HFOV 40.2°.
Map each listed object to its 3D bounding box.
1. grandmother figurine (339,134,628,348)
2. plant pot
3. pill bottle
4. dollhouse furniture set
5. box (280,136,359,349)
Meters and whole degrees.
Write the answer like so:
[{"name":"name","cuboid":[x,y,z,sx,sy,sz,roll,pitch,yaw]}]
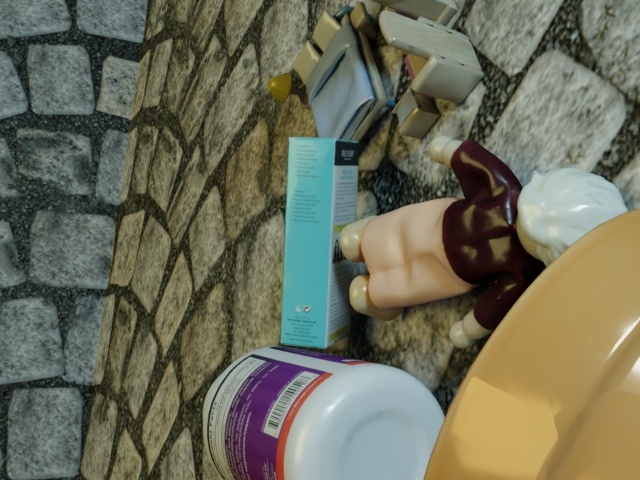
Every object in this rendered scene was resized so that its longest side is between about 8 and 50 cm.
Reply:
[{"name":"grandmother figurine","cuboid":[0.147,-0.003,0.853,0.342,0.104,0.208,-13,95,57]},{"name":"plant pot","cuboid":[0.222,0.150,0.470,0.203,0.290,0.291,30,106,45]},{"name":"pill bottle","cuboid":[-0.015,0.213,0.963,0.323,0.181,0.182,-3,76,62]},{"name":"dollhouse furniture set","cuboid":[0.004,-0.217,1.093,0.303,0.198,0.286,-52,36,40]},{"name":"box","cuboid":[0.000,0.000,1.052,0.060,0.100,0.244,4,96,18]}]
